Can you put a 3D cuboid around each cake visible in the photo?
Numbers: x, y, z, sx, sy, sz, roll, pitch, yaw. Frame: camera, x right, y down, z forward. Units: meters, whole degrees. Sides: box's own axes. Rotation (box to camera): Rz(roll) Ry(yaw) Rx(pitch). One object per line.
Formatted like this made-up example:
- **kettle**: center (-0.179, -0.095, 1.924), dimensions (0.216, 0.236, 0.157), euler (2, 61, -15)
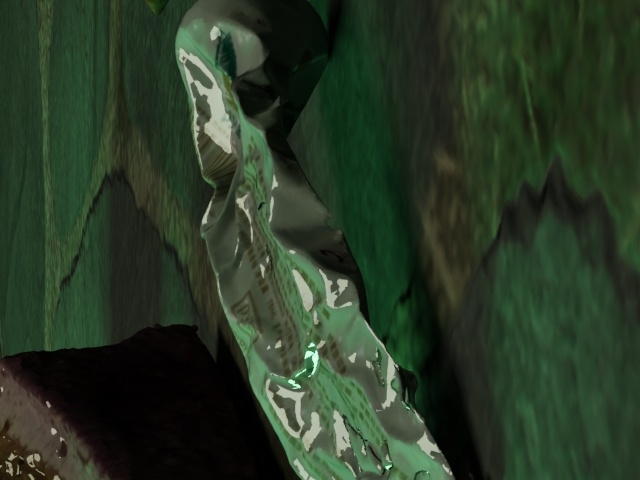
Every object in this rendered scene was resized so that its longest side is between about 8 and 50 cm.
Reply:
- **cake**: center (-0.066, 0.133, 0.752), dimensions (0.295, 0.113, 0.116), euler (-128, 39, -62)

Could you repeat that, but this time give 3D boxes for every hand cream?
- **hand cream**: center (-0.004, 0.000, 0.594), dimensions (0.084, 0.050, 0.257), euler (107, 156, -45)

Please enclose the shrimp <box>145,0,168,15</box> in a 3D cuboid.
- **shrimp**: center (-0.068, -0.159, 0.804), dimensions (0.317, 0.077, 0.168), euler (-100, 1, -59)
